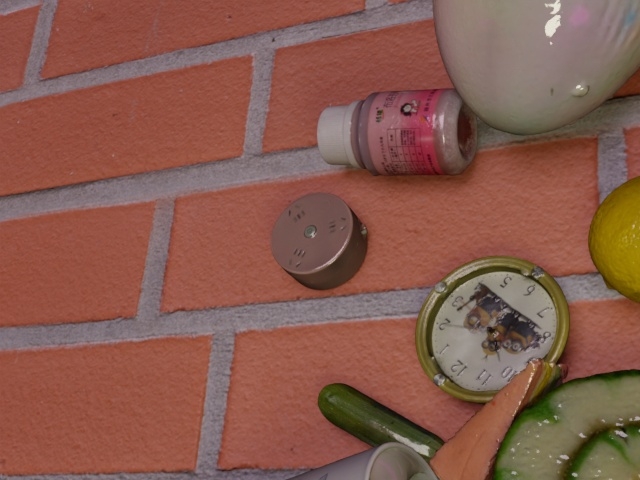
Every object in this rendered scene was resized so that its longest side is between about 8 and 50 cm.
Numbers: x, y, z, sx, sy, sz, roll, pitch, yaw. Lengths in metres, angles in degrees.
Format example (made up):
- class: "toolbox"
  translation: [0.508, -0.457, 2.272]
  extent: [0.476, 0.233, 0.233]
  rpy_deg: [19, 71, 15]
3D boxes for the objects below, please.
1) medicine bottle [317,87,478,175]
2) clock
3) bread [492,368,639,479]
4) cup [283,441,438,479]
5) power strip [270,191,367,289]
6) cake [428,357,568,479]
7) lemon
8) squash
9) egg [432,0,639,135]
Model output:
- class: "medicine bottle"
  translation: [0.125, -0.176, 1.669]
  extent: [0.247, 0.147, 0.147]
  rpy_deg: [2, 65, 27]
- class: "clock"
  translation: [0.255, 0.135, 1.492]
  extent: [0.237, 0.057, 0.237]
  rpy_deg: [-13, 58, 22]
- class: "bread"
  translation: [0.387, 0.333, 1.225]
  extent: [0.382, 0.129, 0.366]
  rpy_deg: [-32, 50, -10]
- class: "cup"
  translation: [-0.003, 0.416, 1.355]
  extent: [0.317, 0.212, 0.212]
  rpy_deg: [-26, 54, 30]
- class: "power strip"
  translation: [0.000, 0.000, 1.678]
  extent: [0.154, 0.078, 0.154]
  rpy_deg: [-12, 59, 21]
- class: "cake"
  translation: [0.256, 0.258, 1.360]
  extent: [0.225, 0.109, 0.090]
  rpy_deg: [-51, 55, 21]
- class: "lemon"
  translation: [0.465, -0.007, 1.385]
  extent: [0.203, 0.178, 0.178]
  rpy_deg: [-47, 52, 16]
- class: "squash"
  translation: [0.088, 0.274, 1.498]
  extent: [0.229, 0.066, 0.066]
  rpy_deg: [24, 77, 32]
- class: "egg"
  translation: [0.334, -0.326, 1.538]
  extent: [0.354, 0.354, 0.340]
  rpy_deg: [18, 94, 33]
